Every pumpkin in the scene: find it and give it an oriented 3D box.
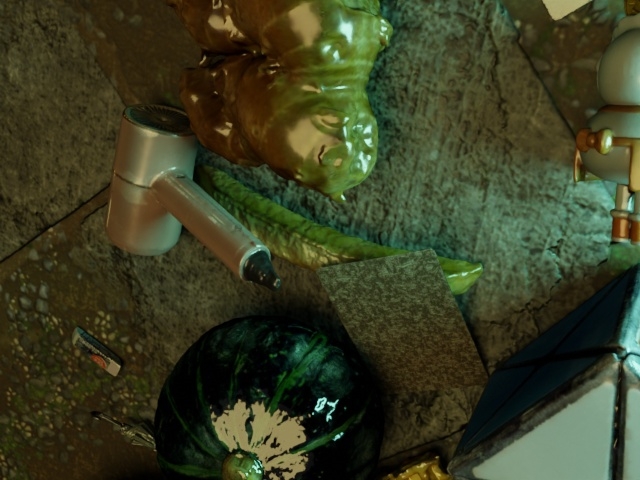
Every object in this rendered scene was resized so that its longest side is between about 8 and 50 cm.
[{"bbox_3d":[-0.072,0.251,1.127,0.315,0.238,0.315,5,106,20],"label":"pumpkin"}]

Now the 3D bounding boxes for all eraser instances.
[{"bbox_3d":[-0.351,0.173,1.341,0.099,0.019,0.027,36,118,7],"label":"eraser"}]

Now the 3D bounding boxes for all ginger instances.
[{"bbox_3d":[-0.049,-0.232,1.000,0.274,0.152,0.358,16,115,39],"label":"ginger"}]

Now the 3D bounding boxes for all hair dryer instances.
[{"bbox_3d":[-0.157,-0.019,1.070,0.344,0.106,0.189,40,124,41],"label":"hair dryer"}]

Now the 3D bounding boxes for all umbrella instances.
[{"bbox_3d":[-0.237,0.324,1.344,0.269,0.044,0.044,26,91,3],"label":"umbrella"}]

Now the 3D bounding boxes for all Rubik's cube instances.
[{"bbox_3d":[0.330,0.221,0.934,0.255,0.259,0.260,47,123,3],"label":"Rubik's cube"}]

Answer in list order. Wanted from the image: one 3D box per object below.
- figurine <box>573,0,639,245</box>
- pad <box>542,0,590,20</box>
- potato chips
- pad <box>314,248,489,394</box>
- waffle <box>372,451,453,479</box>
[{"bbox_3d":[0.325,-0.129,0.880,0.143,0.143,0.271,-7,107,25],"label":"figurine"},{"bbox_3d":[0.249,-0.382,0.891,0.159,0.009,0.265,-28,95,29],"label":"pad"},{"bbox_3d":[0.000,0.000,1.097,0.406,0.080,0.057,21,133,16],"label":"potato chips"},{"bbox_3d":[0.107,0.110,1.081,0.158,0.003,0.235,-11,125,26],"label":"pad"},{"bbox_3d":[0.109,0.405,1.182,0.309,0.065,0.283,21,107,23],"label":"waffle"}]
